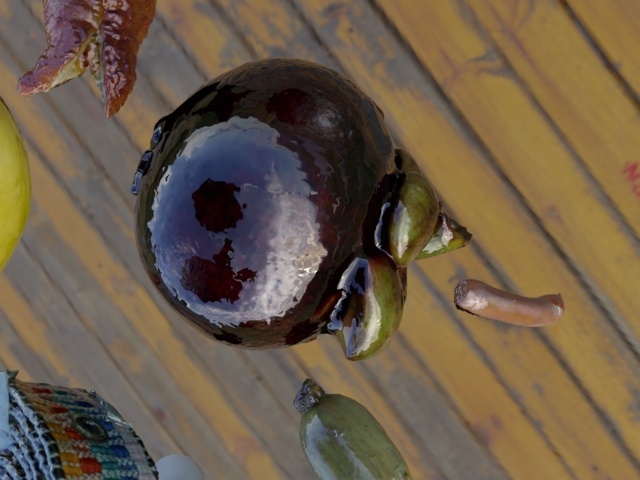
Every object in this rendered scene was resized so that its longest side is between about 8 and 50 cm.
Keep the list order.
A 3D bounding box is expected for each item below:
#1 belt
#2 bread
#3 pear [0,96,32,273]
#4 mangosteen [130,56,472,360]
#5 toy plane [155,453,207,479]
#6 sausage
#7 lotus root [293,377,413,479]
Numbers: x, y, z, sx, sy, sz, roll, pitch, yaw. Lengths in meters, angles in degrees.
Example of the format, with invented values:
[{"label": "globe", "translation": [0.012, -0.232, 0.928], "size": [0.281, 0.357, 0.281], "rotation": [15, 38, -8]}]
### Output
[{"label": "belt", "translation": [-0.259, 0.233, 1.055], "size": [0.257, 0.150, 0.207], "rotation": [36, 102, 39]}, {"label": "bread", "translation": [-0.260, -0.274, 1.362], "size": [0.139, 0.269, 0.095], "rotation": [8, 154, -7]}, {"label": "pear", "translation": [-0.400, -0.058, 0.727], "size": [0.418, 0.362, 0.362], "rotation": [23, 128, 8]}, {"label": "mangosteen", "translation": [-0.020, -0.026, 1.226], "size": [0.347, 0.307, 0.307], "rotation": [20, 129, 1]}, {"label": "toy plane", "translation": [-0.211, 0.407, 1.533], "size": [0.122, 0.267, 0.267], "rotation": [17, 133, -13]}, {"label": "sausage", "translation": [0.228, 0.076, 1.412], "size": [0.040, 0.176, 0.047], "rotation": [-45, 47, 37]}, {"label": "lotus root", "translation": [0.031, 0.231, 1.294], "size": [0.183, 0.090, 0.077], "rotation": [51, 135, 22]}]
